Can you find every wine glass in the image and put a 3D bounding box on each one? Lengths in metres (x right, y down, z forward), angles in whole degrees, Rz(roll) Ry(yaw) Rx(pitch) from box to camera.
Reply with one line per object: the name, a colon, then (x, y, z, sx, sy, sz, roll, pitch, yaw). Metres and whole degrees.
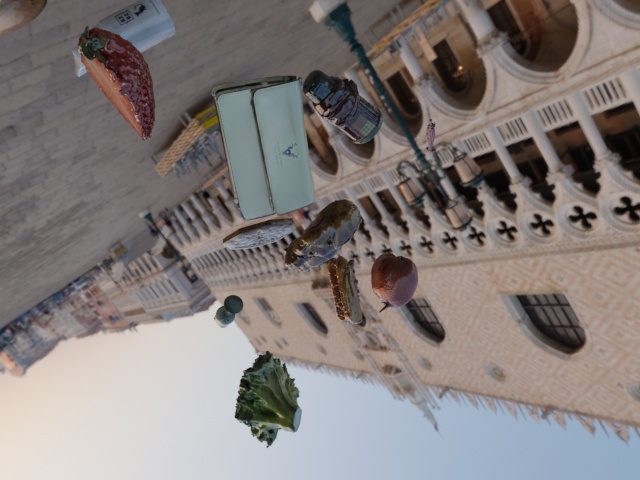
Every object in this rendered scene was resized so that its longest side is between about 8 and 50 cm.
wine glass: (-0.362, 0.281, 1.823, 0.079, 0.079, 0.195, -43, 176, -37)

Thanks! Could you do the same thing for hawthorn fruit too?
hawthorn fruit: (0.310, 0.190, 2.026, 0.210, 0.210, 0.263, -156, -98, -77)

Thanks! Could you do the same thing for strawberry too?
strawberry: (-0.400, -0.337, 0.969, 0.106, 0.175, 0.236, -42, 169, -15)

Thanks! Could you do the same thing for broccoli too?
broccoli: (-0.140, 0.518, 1.506, 0.245, 0.288, 0.248, 15, -127, 33)

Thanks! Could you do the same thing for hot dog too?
hot dog: (0.129, 0.244, 2.301, 0.117, 0.349, 0.158, -15, -174, -32)

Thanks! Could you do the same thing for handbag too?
handbag: (-0.148, -0.258, 1.310, 0.236, 0.359, 0.160, -15, -151, -15)

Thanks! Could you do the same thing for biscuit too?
biscuit: (-0.276, -0.025, 2.150, 0.359, 0.046, 0.359, -15, 170, -3)

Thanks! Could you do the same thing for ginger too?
ginger: (-0.001, 0.004, 1.720, 0.274, 0.152, 0.357, -45, 178, -32)

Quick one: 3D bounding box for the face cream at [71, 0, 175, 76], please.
face cream: (-0.699, -0.698, 1.613, 0.369, 0.145, 0.145, -37, -168, -15)

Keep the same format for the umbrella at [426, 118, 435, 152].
umbrella: (0.319, -0.302, 1.348, 0.027, 0.025, 0.165, -14, 156, 6)

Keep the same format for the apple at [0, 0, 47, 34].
apple: (-0.722, -0.565, 0.871, 0.374, 0.374, 0.384, -37, -160, -13)

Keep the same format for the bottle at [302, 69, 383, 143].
bottle: (0.065, -0.423, 1.436, 0.143, 0.271, 0.156, -45, -142, 21)
